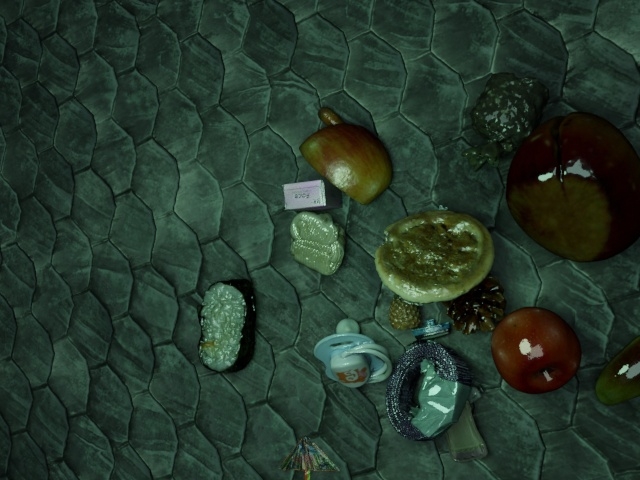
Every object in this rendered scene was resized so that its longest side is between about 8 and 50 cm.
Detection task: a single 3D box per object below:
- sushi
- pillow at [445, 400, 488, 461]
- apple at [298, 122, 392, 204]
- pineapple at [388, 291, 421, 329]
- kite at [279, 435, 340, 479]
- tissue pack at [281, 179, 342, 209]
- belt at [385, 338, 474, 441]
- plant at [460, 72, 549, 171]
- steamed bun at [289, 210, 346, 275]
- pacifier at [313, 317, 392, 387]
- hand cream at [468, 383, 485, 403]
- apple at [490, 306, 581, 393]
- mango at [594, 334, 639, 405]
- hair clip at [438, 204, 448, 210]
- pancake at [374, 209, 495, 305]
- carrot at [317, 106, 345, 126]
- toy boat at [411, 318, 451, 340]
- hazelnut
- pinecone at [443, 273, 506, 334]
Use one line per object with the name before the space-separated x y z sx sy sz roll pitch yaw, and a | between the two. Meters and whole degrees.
sushi | -0.343 0.319 2.076 0.211 0.171 0.350 0 87 17
pillow | 0.459 0.621 1.833 0.130 0.038 0.233 -20 92 27
apple | 0.089 -0.281 1.955 0.346 0.179 0.254 39 59 6
pineapple | 0.284 0.161 1.899 0.130 0.119 0.277 -6 88 -11
kite | -0.042 0.807 2.026 0.241 0.014 0.183 -2 87 18
tissue pack | -0.021 -0.153 1.948 0.148 0.246 0.092 -6 89 18
belt | 0.344 0.493 1.811 0.260 0.122 0.325 19 84 46
plant | 0.579 -0.359 1.772 0.213 0.215 0.312 20 88 23
steamed bun | 0.000 -0.002 1.988 0.218 0.144 0.211 17 109 19
pacifier | 0.111 0.367 1.913 0.244 0.299 0.233 -16 44 9
hand cream | 0.462 0.543 1.854 0.194 0.042 0.067 -39 84 18
apple | 0.649 0.337 1.689 0.260 0.216 0.260 -3 124 -4
mango | 0.938 0.395 1.664 0.133 0.111 0.267 38 104 5
hair clip | 0.401 -0.066 1.912 0.030 0.039 0.115 24 97 22
pancake | 0.352 0.043 1.777 0.382 0.071 0.382 -8 50 9
carrot | 0.063 -0.422 2.038 0.186 0.060 0.060 45 101 11
toy boat | 0.377 0.301 1.891 0.137 0.060 0.061 -20 56 18
hazelnut | 0.746 -0.147 1.631 0.402 0.402 0.429 -39 99 13
pinecone | 0.493 0.193 1.784 0.202 0.201 0.229 -36 96 23
